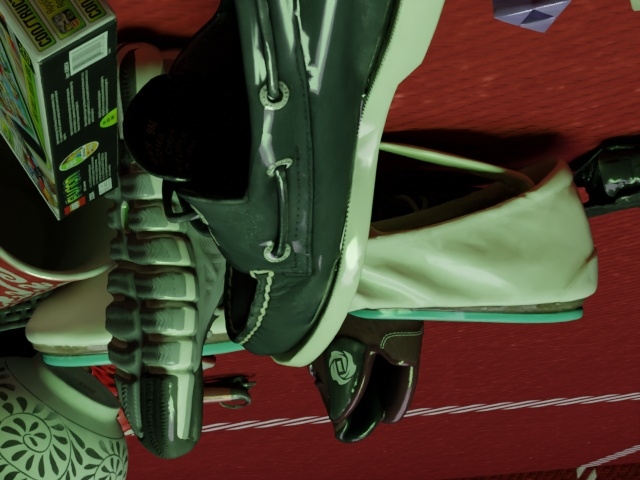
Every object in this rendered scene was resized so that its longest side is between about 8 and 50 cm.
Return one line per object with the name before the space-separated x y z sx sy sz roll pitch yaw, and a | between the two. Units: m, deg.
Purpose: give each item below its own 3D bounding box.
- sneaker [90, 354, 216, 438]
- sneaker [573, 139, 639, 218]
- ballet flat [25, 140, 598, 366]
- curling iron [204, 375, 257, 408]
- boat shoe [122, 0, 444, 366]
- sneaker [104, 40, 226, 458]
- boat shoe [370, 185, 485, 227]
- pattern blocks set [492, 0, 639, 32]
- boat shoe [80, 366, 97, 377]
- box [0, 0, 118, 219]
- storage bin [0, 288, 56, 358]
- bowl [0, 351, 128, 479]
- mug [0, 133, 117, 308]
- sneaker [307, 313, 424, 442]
sneaker | -0.182 0.130 1.449 0.128 0.087 0.221 -51 155 5
sneaker | 0.236 -0.049 1.130 0.089 0.051 0.170 -6 169 -20
ballet flat | 0.000 0.000 1.063 0.400 0.139 0.139 -4 165 -20
curling iron | -0.209 0.189 1.857 0.274 0.035 0.068 -5 165 -6
boat shoe | -0.030 -0.059 0.715 0.113 0.127 0.340 -1 146 -14
sneaker | -0.049 0.002 0.887 0.132 0.229 0.086 -8 -171 -29
boat shoe | 0.054 -0.001 1.170 0.233 0.084 0.079 -3 165 -2
pattern blocks set | 0.226 -0.159 0.762 0.324 0.026 0.285 -15 163 27
boat shoe | -0.238 0.104 1.501 0.060 0.064 0.178 -41 159 8
box | -0.131 -0.090 0.691 0.036 0.114 0.207 -32 170 -14
storage bin | -0.186 0.032 1.189 0.180 0.084 0.122 -10 165 17
bowl | -0.201 0.135 1.192 0.080 0.170 0.170 -54 154 5
mug | -0.194 -0.030 0.967 0.113 0.150 0.169 -48 -170 -27
sneaker | -0.007 0.097 1.353 0.106 0.163 0.281 2 162 -31
